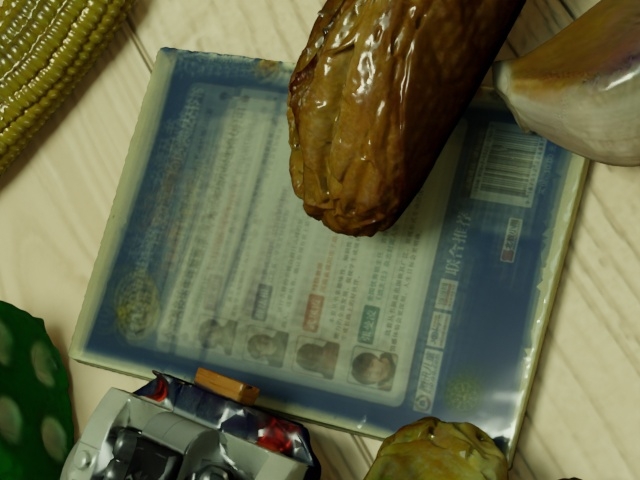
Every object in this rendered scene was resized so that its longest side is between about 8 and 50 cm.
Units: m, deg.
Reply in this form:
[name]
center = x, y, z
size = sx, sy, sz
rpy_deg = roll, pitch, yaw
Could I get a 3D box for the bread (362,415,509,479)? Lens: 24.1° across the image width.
[bread]
center = 0.031, 0.224, 0.814
size = 0.087, 0.098, 0.270
rpy_deg = 21, 85, 6

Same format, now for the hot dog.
[hot dog]
center = 0.050, -0.114, 0.875
size = 0.099, 0.160, 0.227
rpy_deg = 35, 78, -11

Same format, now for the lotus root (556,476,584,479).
[lotus root]
center = 0.162, 0.255, 0.723
size = 0.173, 0.173, 0.309
rpy_deg = -31, 58, 17

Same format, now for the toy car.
[toy car]
center = -0.103, 0.223, 0.885
size = 0.193, 0.118, 0.301
rpy_deg = 18, 88, 36

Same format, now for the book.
[book]
center = 0.000, 0.000, 0.946
size = 0.322, 0.018, 0.228
rpy_deg = 12, 81, 29

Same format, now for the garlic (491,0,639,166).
[garlic]
center = 0.198, -0.128, 0.842
size = 0.198, 0.090, 0.128
rpy_deg = -49, 48, 0

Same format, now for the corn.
[corn]
center = -0.215, -0.114, 1.052
size = 0.080, 0.080, 0.231
rpy_deg = 42, 96, 29

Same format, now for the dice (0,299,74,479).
[dice]
center = -0.241, 0.115, 0.980
size = 0.131, 0.120, 0.128
rpy_deg = -20, 67, 18
